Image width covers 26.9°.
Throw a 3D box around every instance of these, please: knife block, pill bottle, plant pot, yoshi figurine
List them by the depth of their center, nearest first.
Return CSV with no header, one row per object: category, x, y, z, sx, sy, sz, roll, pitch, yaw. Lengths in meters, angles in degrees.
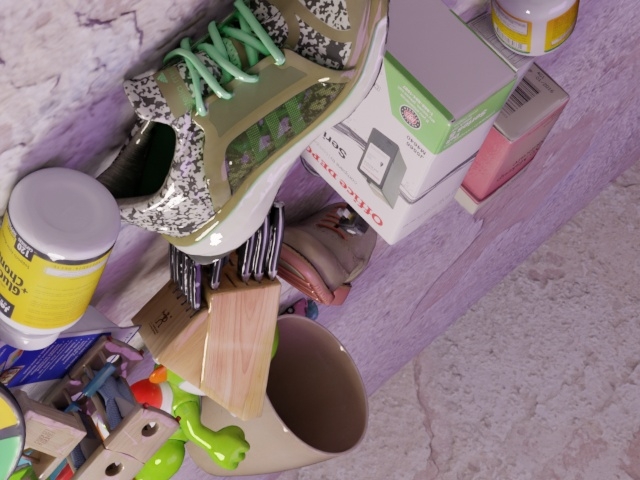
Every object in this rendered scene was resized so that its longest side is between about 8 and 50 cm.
pill bottle,-0.259,0.024,1.263,0.103,0.103,0.184,-32,161,-41
knife block,-0.096,0.068,1.641,0.242,0.088,0.275,-43,134,4
pill bottle,0.278,-0.325,1.733,0.117,0.117,0.208,-43,166,-2
yoshi figurine,-0.173,0.207,1.875,0.362,0.203,0.203,-55,-171,27
plant pot,-0.101,0.301,2.309,0.274,0.256,0.256,-34,174,35

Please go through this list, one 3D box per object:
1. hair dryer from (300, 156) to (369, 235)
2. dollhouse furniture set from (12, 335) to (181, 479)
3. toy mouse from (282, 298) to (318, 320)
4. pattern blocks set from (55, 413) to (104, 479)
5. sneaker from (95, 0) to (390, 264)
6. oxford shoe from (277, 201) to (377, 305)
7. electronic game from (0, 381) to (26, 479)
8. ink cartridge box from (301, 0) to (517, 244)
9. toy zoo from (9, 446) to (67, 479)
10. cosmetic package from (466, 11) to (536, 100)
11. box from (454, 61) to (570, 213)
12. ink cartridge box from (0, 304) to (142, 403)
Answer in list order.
hair dryer,0.107,-0.152,1.765,0.293,0.080,0.223,-52,149,-16
dollhouse furniture set,-0.272,0.174,1.454,0.129,0.129,0.183,-48,136,10
toy mouse,-0.037,0.138,2.382,0.143,0.031,0.161,-43,166,-3
pattern blocks set,-0.374,0.310,1.726,0.325,0.026,0.285,-41,-168,13
sneaker,-0.086,-0.140,1.238,0.182,0.158,0.410,0,132,-46
oxford shoe,0.000,0.000,1.913,0.146,0.140,0.397,-54,174,2
electronic game,-0.394,0.206,1.275,0.229,0.048,0.229,-18,135,-19
ink cartridge box,0.081,-0.149,1.517,0.115,0.198,0.273,-37,164,-27
toy zoo,-0.384,0.278,1.543,0.192,0.030,0.293,-22,-174,3
cosmetic package,0.211,-0.208,1.928,0.060,0.099,0.239,-32,163,-39
box,0.279,-0.174,2.159,0.148,0.127,0.232,-38,165,-25
ink cartridge box,-0.346,0.144,1.453,0.176,0.069,0.371,-48,163,13
